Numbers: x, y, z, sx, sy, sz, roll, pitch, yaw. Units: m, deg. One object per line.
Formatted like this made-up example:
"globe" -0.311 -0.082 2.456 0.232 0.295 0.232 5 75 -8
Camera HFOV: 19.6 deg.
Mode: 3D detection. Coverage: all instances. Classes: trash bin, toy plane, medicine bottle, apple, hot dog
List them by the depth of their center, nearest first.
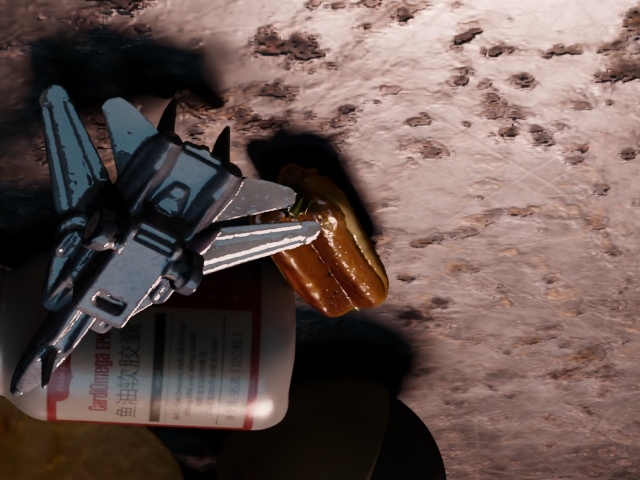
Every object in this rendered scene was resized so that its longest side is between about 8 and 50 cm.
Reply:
"toy plane" -0.147 0.028 1.261 0.212 0.088 0.267 28 115 -21
"hot dog" 0.000 0.000 1.354 0.072 0.055 0.188 -11 149 13
"medicine bottle" -0.148 0.075 1.407 0.250 0.131 0.131 3 151 -7
"apple" -0.293 0.220 1.607 0.309 0.314 0.252 17 105 -28
"trash bin" -0.014 0.264 1.615 0.214 0.214 0.334 15 123 -26
